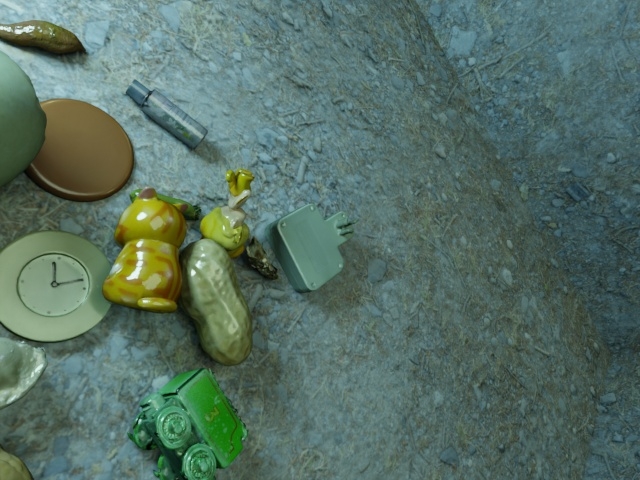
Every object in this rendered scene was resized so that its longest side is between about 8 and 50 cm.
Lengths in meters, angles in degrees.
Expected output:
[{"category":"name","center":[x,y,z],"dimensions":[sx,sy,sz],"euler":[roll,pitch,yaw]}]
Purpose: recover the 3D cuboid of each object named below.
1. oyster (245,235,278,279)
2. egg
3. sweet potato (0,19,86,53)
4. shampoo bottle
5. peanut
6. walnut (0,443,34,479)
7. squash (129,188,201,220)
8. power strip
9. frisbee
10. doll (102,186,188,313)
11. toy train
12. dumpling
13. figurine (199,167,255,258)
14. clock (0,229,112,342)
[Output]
[{"category":"oyster","center":[-0.161,0.061,1.271],"dimensions":[0.148,0.051,0.103],"euler":[52,14,-25]},{"category":"egg","center":[-0.667,-0.194,0.780],"dimensions":[0.336,0.278,0.278],"euler":[-39,102,-43]},{"category":"sweet potato","center":[-0.637,-0.462,1.035],"dimensions":[0.226,0.068,0.068],"euler":[-2,78,-40]},{"category":"shampoo bottle","center":[-0.394,-0.325,1.192],"dimensions":[0.214,0.072,0.072],"euler":[37,56,-25]},{"category":"peanut","center":[-0.254,0.151,1.109],"dimensions":[0.152,0.152,0.313],"euler":[-23,95,-42]},{"category":"walnut","center":[-0.585,0.434,0.662],"dimensions":[0.252,0.277,0.313],"euler":[71,33,-43]},{"category":"squash","center":[-0.378,-0.085,1.145],"dimensions":[0.183,0.052,0.052],"euler":[18,65,-39]},{"category":"power strip","center":[0.000,0.000,1.381],"dimensions":[0.261,0.141,0.229],"euler":[-32,99,-39]},{"category":"frisbee","center":[-0.551,-0.209,1.057],"dimensions":[0.251,0.021,0.251],"euler":[15,66,-37]},{"category":"doll","center":[-0.378,0.036,1.019],"dimensions":[0.167,0.162,0.270],"euler":[52,30,-71]},{"category":"toy train","center":[-0.283,0.415,1.015],"dimensions":[0.188,0.132,0.243],"euler":[-36,100,-50]},{"category":"dumpling","center":[-0.598,0.240,0.815],"dimensions":[0.199,0.118,0.136],"euler":[6,69,-17]},{"category":"figurine","center":[-0.228,-0.060,1.173],"dimensions":[0.131,0.156,0.246],"euler":[12,108,-25]},{"category":"clock","center":[-0.550,0.093,0.958],"dimensions":[0.235,0.029,0.235],"euler":[15,65,-35]}]
